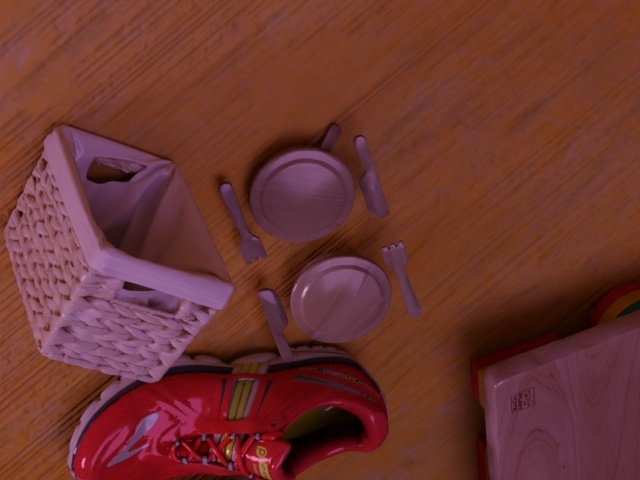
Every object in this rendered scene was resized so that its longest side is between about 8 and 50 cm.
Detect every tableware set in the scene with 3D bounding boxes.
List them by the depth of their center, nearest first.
[{"bbox_3d":[0.000,0.000,1.203,0.128,0.039,0.194,-19,122,0],"label":"tableware set"}]

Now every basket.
[{"bbox_3d":[-0.153,0.011,1.055,0.113,0.167,0.103,19,117,-34],"label":"basket"}]

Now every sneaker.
[{"bbox_3d":[-0.071,0.159,1.217,0.279,0.118,0.107,-12,124,-19],"label":"sneaker"}]

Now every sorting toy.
[{"bbox_3d":[0.266,0.167,1.409,0.256,0.089,0.257,-19,127,-15],"label":"sorting toy"}]

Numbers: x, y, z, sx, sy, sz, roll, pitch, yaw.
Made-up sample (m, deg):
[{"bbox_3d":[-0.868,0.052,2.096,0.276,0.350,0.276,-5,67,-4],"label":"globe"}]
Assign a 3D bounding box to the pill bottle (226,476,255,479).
[{"bbox_3d":[-0.153,0.306,1.261,0.246,0.136,0.136,-17,126,-16],"label":"pill bottle"}]
